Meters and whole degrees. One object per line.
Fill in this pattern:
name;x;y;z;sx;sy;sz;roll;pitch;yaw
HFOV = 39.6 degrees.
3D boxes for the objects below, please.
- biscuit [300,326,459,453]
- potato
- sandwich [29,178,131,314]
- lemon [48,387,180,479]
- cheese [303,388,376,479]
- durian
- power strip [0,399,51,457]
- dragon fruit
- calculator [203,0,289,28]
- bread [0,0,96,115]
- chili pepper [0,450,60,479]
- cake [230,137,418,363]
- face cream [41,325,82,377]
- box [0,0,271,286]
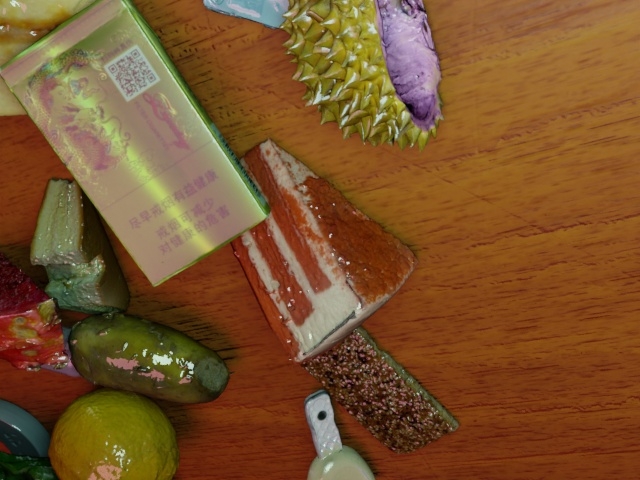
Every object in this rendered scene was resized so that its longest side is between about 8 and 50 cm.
biscuit;0.082;0.220;1.278;0.231;0.025;0.131;44;129;-12
potato;-0.249;0.173;1.310;0.251;0.113;0.149;11;165;2
sandwich;-0.346;0.033;1.273;0.090;0.088;0.244;0;124;18
lemon;-0.328;0.333;1.420;0.231;0.192;0.192;37;139;37
cheese;0.015;0.335;1.349;0.050;0.127;0.235;22;132;59
durian;0.035;-0.201;0.921;0.187;0.154;0.260;-3;121;43
power strip;-0.559;0.375;1.645;0.137;0.044;0.216;-22;114;33
dragon fruit;-0.460;0.129;1.292;0.274;0.126;0.161;25;139;46
calculator;-0.048;-0.258;0.978;0.172;0.018;0.057;18;131;7
bread;-0.332;-0.275;1.079;0.178;0.135;0.240;-4;130;-16
chili pepper;-0.448;0.440;1.546;0.385;0.167;0.213;23;130;-13
cake;0.000;0.000;1.133;0.158;0.160;0.262;-42;68;39
face cream;-0.438;0.168;1.421;0.229;0.075;0.075;12;128;13
box;-0.212;-0.115;1.041;0.173;0.043;0.311;-32;103;10
